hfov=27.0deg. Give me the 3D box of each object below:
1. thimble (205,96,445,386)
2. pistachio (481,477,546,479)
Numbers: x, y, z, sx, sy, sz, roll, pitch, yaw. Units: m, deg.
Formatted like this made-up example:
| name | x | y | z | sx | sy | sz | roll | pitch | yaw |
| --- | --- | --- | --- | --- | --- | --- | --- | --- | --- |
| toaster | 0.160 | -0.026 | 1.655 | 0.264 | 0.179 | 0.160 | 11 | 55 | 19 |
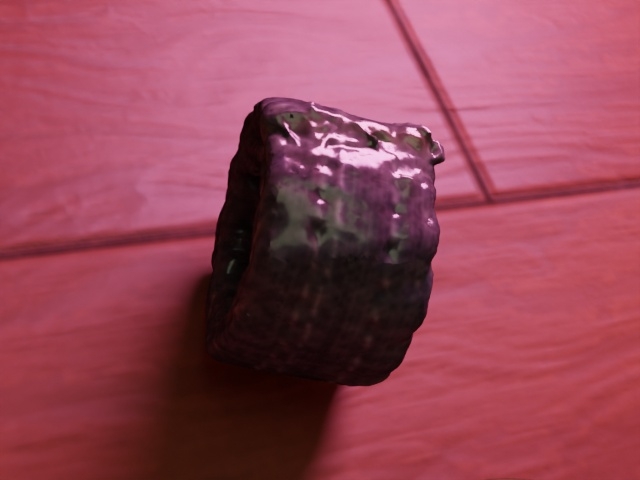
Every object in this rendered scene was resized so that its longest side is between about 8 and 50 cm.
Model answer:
| name | x | y | z | sx | sy | sz | roll | pitch | yaw |
| --- | --- | --- | --- | --- | --- | --- | --- | --- | --- |
| thimble | -0.001 | 0.001 | 0.699 | 0.098 | 0.150 | 0.150 | 12 | 52 | -12 |
| pistachio | 0.123 | 0.180 | 0.656 | 0.185 | 0.126 | 0.108 | 31 | 7 | 4 |
